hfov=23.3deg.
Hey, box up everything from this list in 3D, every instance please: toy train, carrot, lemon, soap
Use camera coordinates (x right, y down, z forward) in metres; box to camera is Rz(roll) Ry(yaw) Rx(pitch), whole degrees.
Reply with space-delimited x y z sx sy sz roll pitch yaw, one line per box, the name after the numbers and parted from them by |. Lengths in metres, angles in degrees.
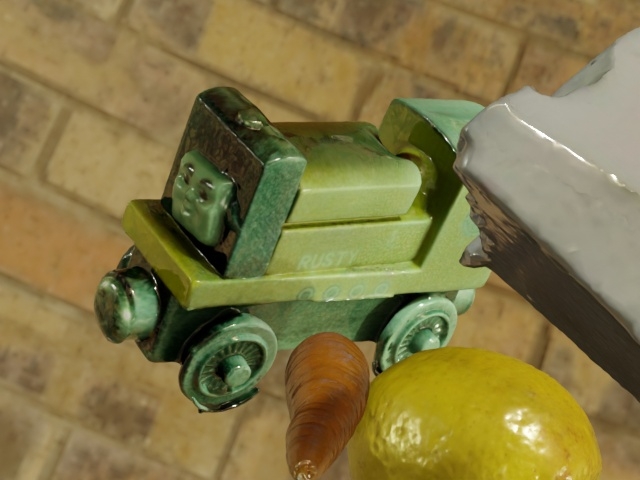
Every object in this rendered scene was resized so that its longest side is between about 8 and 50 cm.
0.000 0.000 1.333 0.397 0.253 0.160 -3 39 -39 | toy train
0.000 0.090 0.802 0.048 0.048 0.216 21 11 -1 | carrot
0.117 0.167 1.166 0.207 0.170 0.170 15 -22 35 | lemon
0.218 -0.055 0.713 0.159 0.302 0.258 47 0 16 | soap
